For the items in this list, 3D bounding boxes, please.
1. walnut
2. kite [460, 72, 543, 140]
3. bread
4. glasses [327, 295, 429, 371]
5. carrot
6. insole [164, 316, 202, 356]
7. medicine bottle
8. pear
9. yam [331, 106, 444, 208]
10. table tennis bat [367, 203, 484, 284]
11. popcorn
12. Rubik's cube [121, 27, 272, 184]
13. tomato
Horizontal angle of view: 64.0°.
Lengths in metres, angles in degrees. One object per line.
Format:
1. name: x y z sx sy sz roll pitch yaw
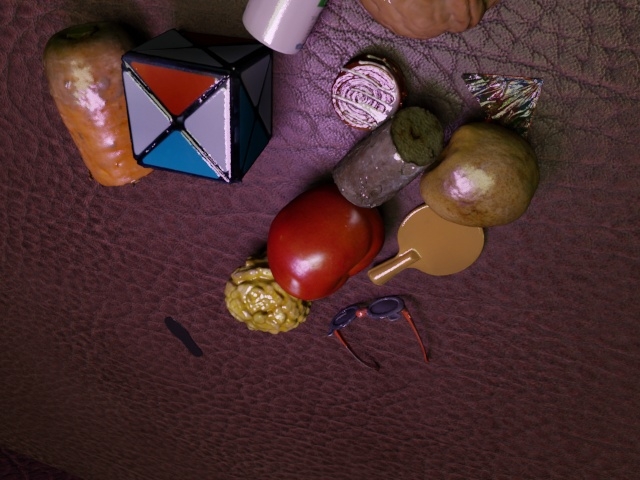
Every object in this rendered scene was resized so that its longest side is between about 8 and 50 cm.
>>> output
1. walnut: 0.177 -0.485 0.832 0.252 0.277 0.313 14 145 57
2. kite: 0.380 -0.267 1.062 0.189 0.009 0.232 -35 106 33
3. bread: 0.103 -0.313 1.086 0.161 0.073 0.160 8 124 13
4. glasses: 0.174 0.289 1.434 0.234 0.118 0.268 -21 114 27
5. carrot: -0.494 -0.318 1.198 0.224 0.224 0.340 4 131 16
6. insole: -0.465 0.330 1.745 0.064 0.004 0.188 -21 114 29
7. medicine bottle: -0.045 -0.494 0.978 0.139 0.139 0.237 32 126 -4
8. pear: 0.332 -0.124 1.059 0.211 0.188 0.228 33 135 -3
9. yam: 0.134 -0.163 1.088 0.154 0.154 0.254 42 145 -11
10. table tennis bat: 0.251 0.025 1.277 0.321 0.050 0.198 -34 106 29
11. popcorn: -0.140 0.134 1.383 0.259 0.259 0.212 10 111 12
12. Rubik's cube: -0.251 -0.297 1.110 0.250 0.248 0.246 12 126 10
13. tomato: 0.000 0.000 1.221 0.226 0.299 0.298 52 126 12
